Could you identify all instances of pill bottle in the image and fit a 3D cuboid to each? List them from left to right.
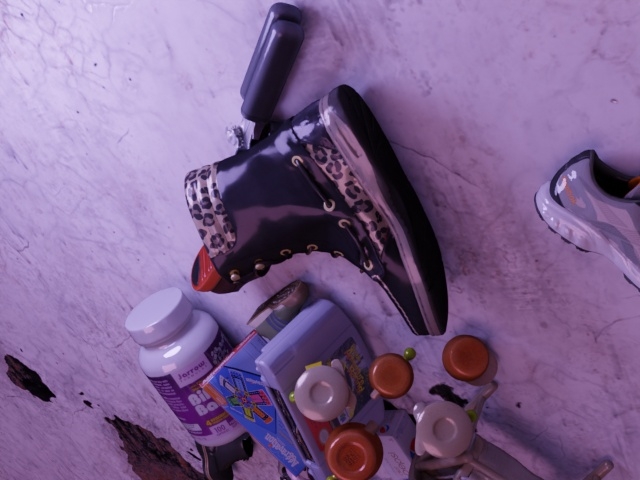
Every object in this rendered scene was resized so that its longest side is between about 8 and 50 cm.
[{"bbox_3d":[-0.248,0.244,1.472,0.169,0.169,0.302,-8,123,36],"label":"pill bottle"}]

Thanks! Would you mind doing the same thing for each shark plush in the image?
[{"bbox_3d":[-0.061,0.515,1.685,0.067,0.073,0.161,2,130,-11],"label":"shark plush"}]

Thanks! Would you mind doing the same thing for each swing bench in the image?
[{"bbox_3d":[0.309,0.417,1.285,0.253,0.165,0.255,33,138,1],"label":"swing bench"}]

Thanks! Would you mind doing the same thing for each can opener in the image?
[{"bbox_3d":[-0.072,-0.201,1.054,0.093,0.074,0.280,4,142,-17],"label":"can opener"}]

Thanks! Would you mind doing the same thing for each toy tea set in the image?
[{"bbox_3d":[0.128,0.265,1.204,0.335,0.200,0.124,-15,169,2],"label":"toy tea set"}]

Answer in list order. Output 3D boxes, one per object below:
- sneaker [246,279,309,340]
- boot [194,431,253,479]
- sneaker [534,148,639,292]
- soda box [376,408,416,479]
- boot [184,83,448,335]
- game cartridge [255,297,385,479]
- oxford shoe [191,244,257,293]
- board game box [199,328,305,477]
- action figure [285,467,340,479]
[{"bbox_3d":[-0.054,0.135,1.335,0.086,0.064,0.192,42,142,-9],"label":"sneaker"},{"bbox_3d":[-0.206,0.517,1.765,0.136,0.077,0.198,1,129,24],"label":"boot"},{"bbox_3d":[0.396,-0.009,0.903,0.271,0.100,0.108,32,132,3],"label":"sneaker"},{"bbox_3d":[0.171,0.424,1.447,0.073,0.069,0.216,-13,119,40],"label":"soda box"},{"bbox_3d":[0.000,0.000,1.072,0.284,0.138,0.378,-20,112,22],"label":"boot"},{"bbox_3d":[0.013,0.256,1.300,0.060,0.196,0.294,6,130,43],"label":"game cartridge"},{"bbox_3d":[-0.114,0.000,1.253,0.098,0.097,0.271,16,139,-32],"label":"oxford shoe"},{"bbox_3d":[-0.087,0.316,1.447,0.281,0.145,0.027,50,168,-22],"label":"board game box"},{"bbox_3d":[0.113,0.587,1.577,0.369,0.248,0.276,11,107,22],"label":"action figure"}]
